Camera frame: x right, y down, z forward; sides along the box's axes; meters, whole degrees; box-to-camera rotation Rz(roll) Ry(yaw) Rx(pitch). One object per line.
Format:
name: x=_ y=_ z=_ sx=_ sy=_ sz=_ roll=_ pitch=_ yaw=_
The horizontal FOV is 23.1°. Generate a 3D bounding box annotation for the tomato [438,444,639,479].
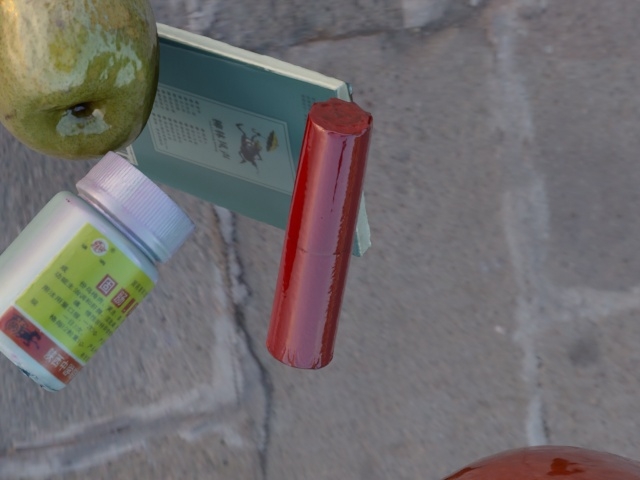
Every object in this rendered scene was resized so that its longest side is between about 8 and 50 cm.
tomato: x=0.102 y=0.256 z=0.604 sx=0.341 sy=0.273 sz=0.341 roll=-11 pitch=113 yaw=-27

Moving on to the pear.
pear: x=-0.263 y=-0.205 z=1.610 sx=0.188 sy=0.228 sz=0.211 roll=-10 pitch=60 yaw=-12

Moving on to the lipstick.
lipstick: x=-0.001 y=0.000 z=1.518 sx=0.073 sy=0.073 sz=0.279 roll=3 pitch=123 yaw=-12

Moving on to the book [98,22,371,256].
book: x=-0.121 y=-0.128 z=1.769 sx=0.379 sy=0.264 sz=0.031 roll=20 pitch=54 yaw=24

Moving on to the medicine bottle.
medicine bottle: x=-0.246 y=0.031 z=1.591 sx=0.139 sy=0.139 sz=0.225 roll=43 pitch=81 yaw=-13
